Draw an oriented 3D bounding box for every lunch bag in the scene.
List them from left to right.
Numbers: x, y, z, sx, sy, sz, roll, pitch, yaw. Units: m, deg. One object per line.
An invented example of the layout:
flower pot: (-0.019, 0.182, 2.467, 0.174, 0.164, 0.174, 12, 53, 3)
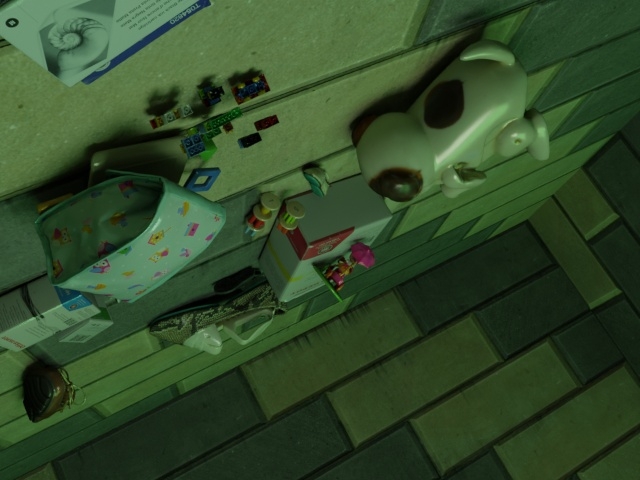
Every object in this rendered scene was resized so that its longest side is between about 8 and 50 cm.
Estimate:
lunch bag: (-0.317, -0.019, 1.098, 0.262, 0.160, 0.223, -30, 160, 11)

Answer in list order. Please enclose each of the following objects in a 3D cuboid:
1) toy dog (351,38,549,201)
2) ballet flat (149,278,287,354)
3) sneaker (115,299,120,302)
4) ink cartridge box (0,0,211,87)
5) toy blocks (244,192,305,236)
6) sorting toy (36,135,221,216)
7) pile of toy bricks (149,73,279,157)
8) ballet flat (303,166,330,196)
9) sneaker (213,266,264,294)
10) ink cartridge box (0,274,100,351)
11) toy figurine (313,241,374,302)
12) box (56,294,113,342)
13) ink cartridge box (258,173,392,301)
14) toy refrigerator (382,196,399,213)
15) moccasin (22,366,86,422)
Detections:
toy dog: (0.281, -0.237, 1.431, 0.407, 0.285, 0.395, -30, 163, 6)
ballet flat: (-0.308, 0.269, 2.061, 0.482, 0.182, 0.164, -18, 161, -34)
sneaker: (-0.469, 0.097, 1.500, 0.073, 0.063, 0.162, -25, 163, -29)
ink cartridge box: (-0.260, -0.284, 0.777, 0.223, 0.045, 0.224, -32, 164, 6)
toy blocks: (-0.123, -0.050, 1.601, 0.123, 0.054, 0.148, 18, 141, -20)
sorting toy: (-0.341, -0.115, 1.137, 0.347, 0.047, 0.196, -19, 156, -33)
pile of toy bricks: (-0.183, -0.204, 1.077, 0.212, 0.118, 0.105, -31, -162, -28)
ballet flat: (-0.007, -0.159, 1.580, 0.052, 0.057, 0.168, -57, 169, -7)
sneaker: (-0.257, 0.136, 1.987, 0.170, 0.051, 0.089, -29, 159, -17)
ink cartridge box: (-0.612, 0.152, 1.374, 0.203, 0.086, 0.148, -26, 163, -12)
toy figurine: (0.079, 0.073, 1.743, 0.159, 0.130, 0.173, -39, -177, -1)
box: (-0.584, 0.188, 1.522, 0.102, 0.087, 0.101, -33, 163, 7)
ink cartridge box: (0.000, 0.000, 1.835, 0.279, 0.160, 0.385, -21, 160, -27)
toy refrigerator: (0.178, -0.149, 1.810, 0.094, 0.102, 0.269, -23, 162, -23)
moccasin: (-0.791, 0.454, 1.856, 0.147, 0.139, 0.380, -20, 161, -33)
